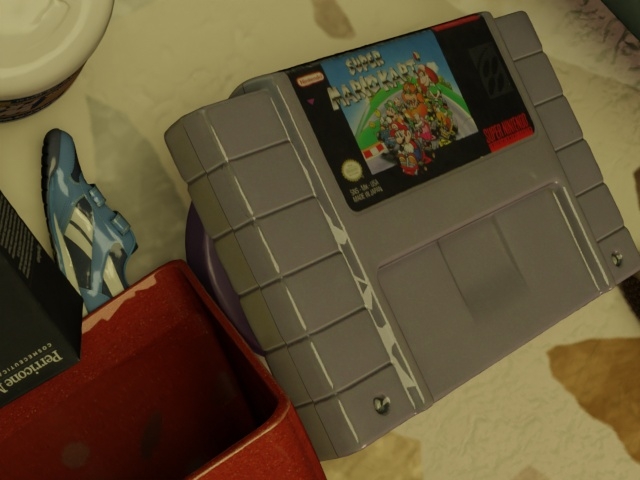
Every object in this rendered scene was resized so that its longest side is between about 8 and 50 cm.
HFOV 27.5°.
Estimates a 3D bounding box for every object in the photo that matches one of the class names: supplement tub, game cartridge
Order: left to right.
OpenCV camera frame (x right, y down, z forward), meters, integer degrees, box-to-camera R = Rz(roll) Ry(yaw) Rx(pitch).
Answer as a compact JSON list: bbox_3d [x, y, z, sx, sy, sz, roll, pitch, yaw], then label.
[{"bbox_3d":[-0.212,-0.151,0.836,0.144,0.200,0.144,0,89,-15],"label":"supplement tub"},{"bbox_3d":[0.076,-0.026,0.881,0.355,0.068,0.230,-24,93,-45],"label":"game cartridge"}]

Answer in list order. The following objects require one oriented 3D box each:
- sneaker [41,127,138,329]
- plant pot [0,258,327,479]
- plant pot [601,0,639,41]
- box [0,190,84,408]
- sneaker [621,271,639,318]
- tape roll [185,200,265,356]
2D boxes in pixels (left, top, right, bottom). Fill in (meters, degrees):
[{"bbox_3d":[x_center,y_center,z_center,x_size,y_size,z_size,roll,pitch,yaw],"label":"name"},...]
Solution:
[{"bbox_3d":[-0.163,-0.011,0.925,0.059,0.053,0.144,-13,102,-12],"label":"sneaker"},{"bbox_3d":[-0.110,0.211,0.827,0.267,0.267,0.235,-34,115,-7],"label":"plant pot"},{"bbox_3d":[0.325,-0.250,0.939,0.341,0.341,0.334,-47,108,-12],"label":"plant pot"},{"bbox_3d":[-0.259,0.038,0.836,0.156,0.093,0.158,-31,115,4],"label":"box"},{"bbox_3d":[0.318,0.086,1.050,0.071,0.066,0.188,-33,98,-15],"label":"sneaker"},{"bbox_3d":[0.000,0.000,0.956,0.189,0.080,0.189,0,88,-15],"label":"tape roll"}]
